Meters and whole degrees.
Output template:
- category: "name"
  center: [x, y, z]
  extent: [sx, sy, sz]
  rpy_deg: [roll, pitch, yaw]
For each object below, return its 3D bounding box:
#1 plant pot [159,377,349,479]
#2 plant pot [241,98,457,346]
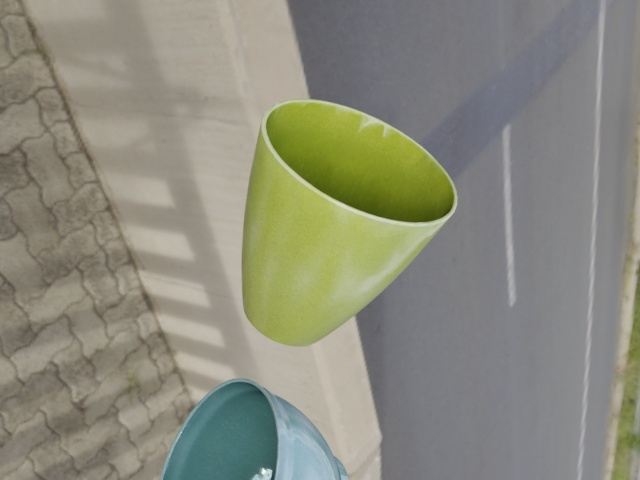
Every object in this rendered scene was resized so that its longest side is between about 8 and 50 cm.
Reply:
- category: "plant pot"
  center: [-0.081, 0.374, 1.009]
  extent: [0.196, 0.293, 0.293]
  rpy_deg: [30, 71, -32]
- category: "plant pot"
  center: [0.000, 0.000, 0.969]
  extent: [0.275, 0.275, 0.293]
  rpy_deg: [-29, 152, -51]
